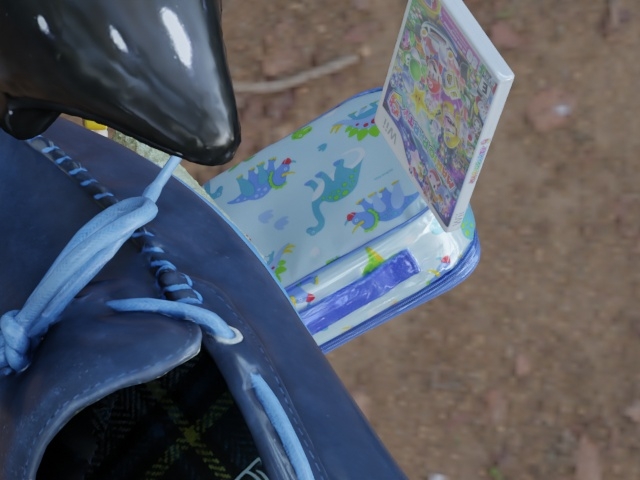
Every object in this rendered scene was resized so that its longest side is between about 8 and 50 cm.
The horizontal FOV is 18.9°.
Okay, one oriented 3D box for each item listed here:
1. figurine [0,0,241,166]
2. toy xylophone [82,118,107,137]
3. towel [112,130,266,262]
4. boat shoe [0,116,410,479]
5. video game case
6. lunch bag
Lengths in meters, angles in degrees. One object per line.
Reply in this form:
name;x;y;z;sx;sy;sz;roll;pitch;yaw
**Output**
figurine;-0.124;-0.114;0.449;0.092;0.215;0.209;-42;125;-36
toy xylophone;-0.137;-0.073;1.009;0.081;0.236;0.323;1;107;-8
towel;-0.076;-0.016;1.207;0.027;0.110;0.148;-42;157;-1
boat shoe;-0.042;0.042;0.495;0.109;0.258;0.089;-54;155;8
video game case;0.063;-0.074;1.013;0.011;0.122;0.087;-16;57;-24
lunch bag;0.000;0.000;1.383;0.219;0.176;0.090;-30;126;8
